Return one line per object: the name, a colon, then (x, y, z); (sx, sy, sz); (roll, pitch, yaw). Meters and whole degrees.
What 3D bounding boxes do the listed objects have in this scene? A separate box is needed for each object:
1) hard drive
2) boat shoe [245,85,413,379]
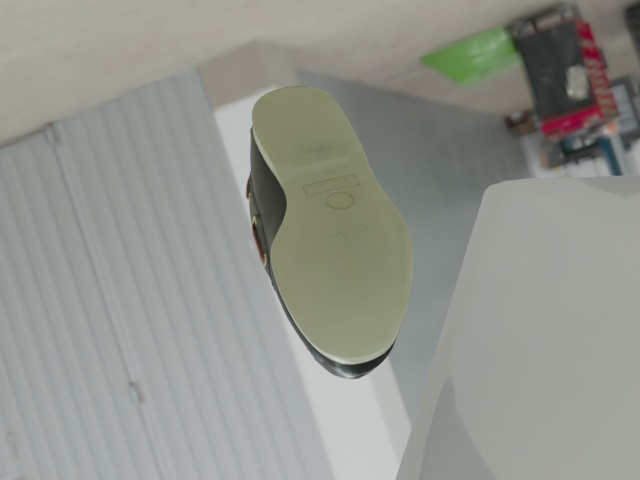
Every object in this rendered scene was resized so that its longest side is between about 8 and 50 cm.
hard drive: (0.124, 0.088, 0.434); (0.203, 0.040, 0.307); (-1, -139, 23)
boat shoe: (0.002, 0.000, 0.466); (0.049, 0.133, 0.042); (-7, 134, -10)
